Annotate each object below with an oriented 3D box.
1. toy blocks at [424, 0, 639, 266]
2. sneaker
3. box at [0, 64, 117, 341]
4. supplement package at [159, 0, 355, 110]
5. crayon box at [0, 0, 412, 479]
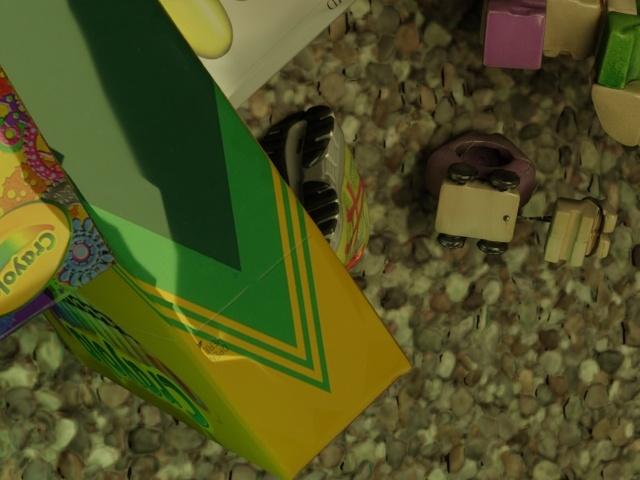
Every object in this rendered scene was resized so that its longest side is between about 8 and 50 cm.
[{"bbox_3d":[0.244,-0.169,1.275,0.288,0.260,0.309,9,119,2],"label":"toy blocks"},{"bbox_3d":[0.000,0.000,1.190,0.094,0.081,0.208,56,31,-35],"label":"sneaker"},{"bbox_3d":[-0.292,0.002,0.769,0.290,0.279,0.177,-35,109,-17],"label":"box"},{"bbox_3d":[-0.096,-0.205,1.121,0.194,0.149,0.203,-44,112,-14],"label":"supplement package"},{"bbox_3d":[-0.143,-0.040,1.001,0.106,0.363,0.313,-40,111,-16],"label":"crayon box"}]
